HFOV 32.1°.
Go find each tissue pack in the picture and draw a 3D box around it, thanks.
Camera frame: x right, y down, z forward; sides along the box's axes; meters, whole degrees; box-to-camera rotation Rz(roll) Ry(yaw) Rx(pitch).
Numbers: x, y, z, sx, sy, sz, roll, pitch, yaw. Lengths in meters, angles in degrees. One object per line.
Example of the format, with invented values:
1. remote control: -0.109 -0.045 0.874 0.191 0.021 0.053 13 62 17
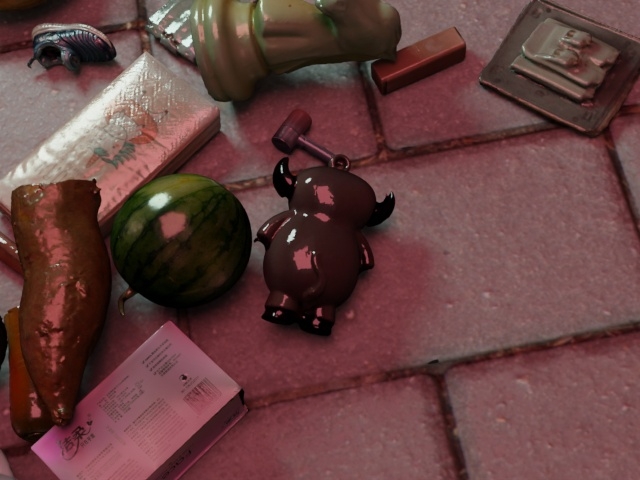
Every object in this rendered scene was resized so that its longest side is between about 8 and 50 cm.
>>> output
1. tissue pack: -0.234 0.244 1.462 0.148 0.092 0.246 41 73 20
2. tissue pack: -0.318 -0.122 1.656 0.170 0.071 0.325 40 73 16

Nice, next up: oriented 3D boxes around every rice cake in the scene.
1. rice cake: -0.170 -0.376 1.788 0.124 0.038 0.211 35 72 18

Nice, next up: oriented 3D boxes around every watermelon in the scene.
1. watermelon: -0.199 0.010 1.525 0.188 0.188 0.214 43 93 21

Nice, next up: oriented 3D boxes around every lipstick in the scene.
1. lipstick: 0.151 -0.278 1.716 0.145 0.045 0.045 -25 64 -8

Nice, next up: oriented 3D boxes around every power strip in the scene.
1. power strip: 0.375 -0.278 1.691 0.213 0.064 0.198 26 67 16

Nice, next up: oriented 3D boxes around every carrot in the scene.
1. carrot: -0.383 0.177 1.512 0.087 0.087 0.193 -10 61 -1

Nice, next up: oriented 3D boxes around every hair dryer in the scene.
1. hair dryer: -0.010 -0.145 1.672 0.114 0.037 0.063 33 69 9

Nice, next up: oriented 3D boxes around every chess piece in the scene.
1. chess piece: -0.031 -0.309 1.647 0.298 0.176 0.175 -8 64 12

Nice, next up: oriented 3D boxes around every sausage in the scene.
1. sausage: -0.440 0.026 1.615 0.147 0.035 0.030 34 103 19

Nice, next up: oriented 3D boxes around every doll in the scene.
1. doll: 0.000 0.001 1.550 0.182 0.117 0.257 17 68 -12

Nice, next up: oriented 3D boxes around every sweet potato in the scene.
1. sweet potato: -0.338 0.082 1.477 0.131 0.131 0.336 -10 71 -1

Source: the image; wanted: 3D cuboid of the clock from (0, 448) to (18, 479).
1. clock: -0.465 0.441 1.295 0.377 0.250 0.368 -42 69 -15

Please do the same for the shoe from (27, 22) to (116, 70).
1. shoe: -0.392 -0.300 1.752 0.143 0.064 0.071 6 64 10

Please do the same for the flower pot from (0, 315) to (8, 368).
1. flower pot: -0.590 0.093 1.483 0.267 0.266 0.267 -33 56 -12

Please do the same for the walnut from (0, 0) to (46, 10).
1. walnut: -0.483 -0.449 1.782 0.207 0.159 0.159 -26 65 -1
